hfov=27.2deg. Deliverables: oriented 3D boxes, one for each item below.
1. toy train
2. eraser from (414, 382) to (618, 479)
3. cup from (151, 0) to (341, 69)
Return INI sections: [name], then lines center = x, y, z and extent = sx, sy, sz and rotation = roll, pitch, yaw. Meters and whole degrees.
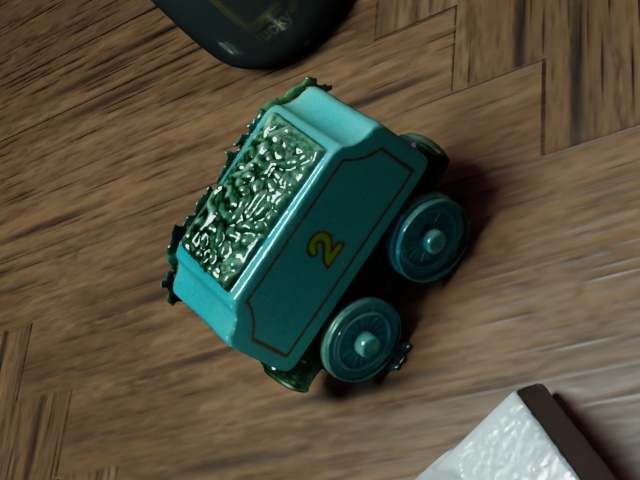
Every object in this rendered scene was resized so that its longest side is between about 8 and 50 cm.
[toy train]
center = 0.000, 0.000, 0.922
extent = 0.112, 0.163, 0.203
rotation = 33, 92, 48
[eraser]
center = 0.028, 0.277, 0.786
extent = 0.397, 0.082, 0.213
rotation = -46, 43, 14
[cup]
center = -0.057, -0.263, 1.132
extent = 0.223, 0.176, 0.169
rotation = -30, 45, 30
